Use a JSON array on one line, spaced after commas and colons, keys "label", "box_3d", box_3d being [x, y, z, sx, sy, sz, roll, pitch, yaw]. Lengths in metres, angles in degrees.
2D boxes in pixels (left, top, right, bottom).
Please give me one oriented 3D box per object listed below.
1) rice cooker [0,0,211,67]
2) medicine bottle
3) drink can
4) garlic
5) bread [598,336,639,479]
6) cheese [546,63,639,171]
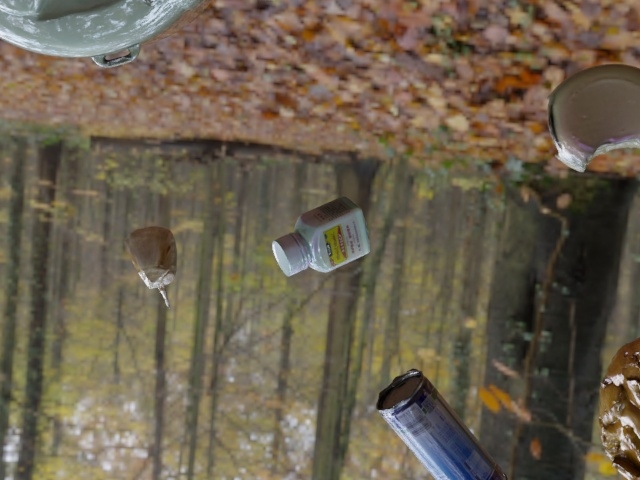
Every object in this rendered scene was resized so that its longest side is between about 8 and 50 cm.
[{"label": "rice cooker", "box_3d": [-0.251, -0.362, 1.119, 0.335, 0.335, 0.325, 5, -167, 0]}, {"label": "medicine bottle", "box_3d": [0.000, 0.000, 1.370, 0.118, 0.074, 0.055, -23, -145, -17]}, {"label": "drink can", "box_3d": [0.192, 0.319, 1.655, 0.235, 0.097, 0.097, 50, 172, -13]}, {"label": "garlic", "box_3d": [-0.301, 0.044, 1.909, 0.090, 0.129, 0.198, -13, 165, -9]}, {"label": "bread", "box_3d": [0.574, 0.245, 1.385, 0.398, 0.398, 0.215, 7, -154, 32]}, {"label": "cheese", "box_3d": [0.496, -0.199, 1.611, 0.286, 0.163, 0.082, -7, 176, 15]}]
